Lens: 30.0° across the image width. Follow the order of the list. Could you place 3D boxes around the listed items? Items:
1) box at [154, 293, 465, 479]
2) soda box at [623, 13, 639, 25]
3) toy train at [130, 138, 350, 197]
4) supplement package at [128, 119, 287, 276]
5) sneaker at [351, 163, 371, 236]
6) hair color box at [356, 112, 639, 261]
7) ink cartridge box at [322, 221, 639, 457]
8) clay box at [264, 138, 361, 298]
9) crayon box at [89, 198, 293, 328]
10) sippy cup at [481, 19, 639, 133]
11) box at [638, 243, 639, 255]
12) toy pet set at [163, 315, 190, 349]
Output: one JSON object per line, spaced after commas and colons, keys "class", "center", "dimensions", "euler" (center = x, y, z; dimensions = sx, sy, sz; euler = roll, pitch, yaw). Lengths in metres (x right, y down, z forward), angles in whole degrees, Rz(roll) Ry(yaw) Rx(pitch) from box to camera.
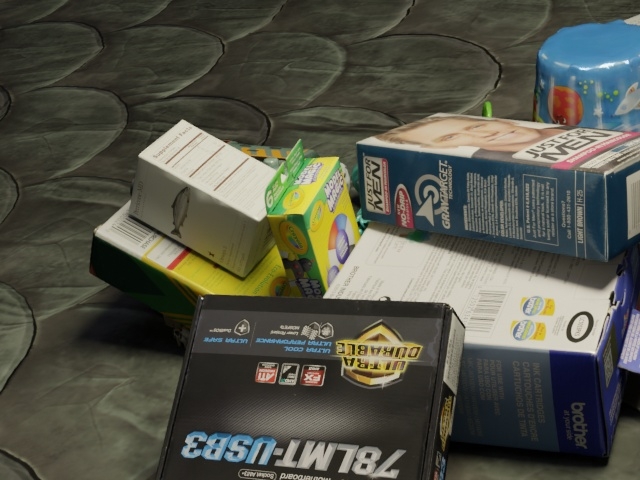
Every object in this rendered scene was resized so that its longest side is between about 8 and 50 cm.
{"class": "box", "center": [-0.016, 0.205, 1.222], "dimensions": [0.295, 0.073, 0.293], "euler": [2, 65, 23]}
{"class": "soda box", "center": [0.538, -0.337, 2.054], "dimensions": [0.216, 0.069, 0.074], "euler": [-22, 32, -18]}
{"class": "toy train", "center": [-0.120, -0.083, 1.814], "dimensions": [0.334, 0.142, 0.190], "euler": [5, 25, 26]}
{"class": "supplement package", "center": [-0.139, -0.055, 1.531], "dimensions": [0.179, 0.105, 0.105], "euler": [28, 43, 12]}
{"class": "sneaker", "center": [0.089, -0.039, 1.697], "dimensions": [0.110, 0.107, 0.275], "euler": [-25, 32, -3]}
{"class": "hair color box", "center": [0.227, -0.072, 1.410], "dimensions": [0.347, 0.105, 0.174], "euler": [11, 24, 41]}
{"class": "ink cartridge box", "center": [0.214, 0.099, 1.370], "dimensions": [0.395, 0.151, 0.270], "euler": [1, 32, 24]}
{"class": "clay box", "center": [0.000, 0.000, 1.442], "dimensions": [0.053, 0.222, 0.127], "euler": [0, 36, 24]}
{"class": "crayon box", "center": [-0.118, 0.036, 1.581], "dimensions": [0.318, 0.081, 0.202], "euler": [28, 42, 12]}
{"class": "sippy cup", "center": [0.401, -0.183, 1.699], "dimensions": [0.305, 0.224, 0.240], "euler": [-27, 34, -24]}
{"class": "box", "center": [0.350, -0.041, 1.521], "dimensions": [0.231, 0.183, 0.056], "euler": [8, 32, 31]}
{"class": "toy pet set", "center": [-0.161, 0.086, 1.607], "dimensions": [0.114, 0.065, 0.122], "euler": [16, 40, 38]}
